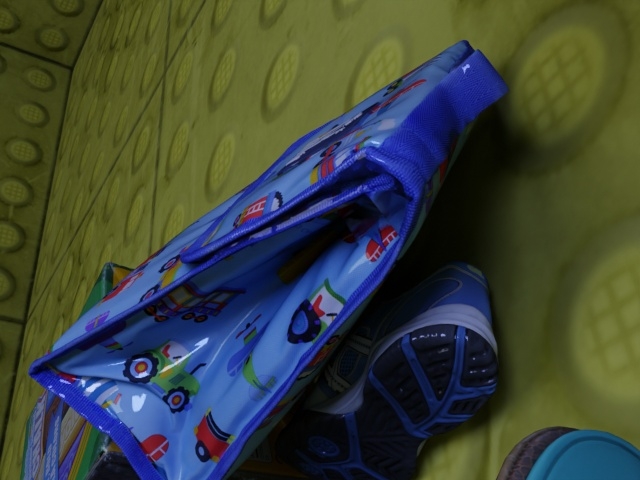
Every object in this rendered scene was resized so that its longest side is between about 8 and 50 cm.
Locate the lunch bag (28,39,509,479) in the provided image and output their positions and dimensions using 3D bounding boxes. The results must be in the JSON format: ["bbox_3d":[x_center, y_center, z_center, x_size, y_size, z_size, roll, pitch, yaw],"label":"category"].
[{"bbox_3d":[0.000,0.000,0.475,0.293,0.138,0.221,-41,4,31],"label":"lunch bag"}]

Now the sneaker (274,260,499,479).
[{"bbox_3d":[0.042,0.093,0.482,0.211,0.080,0.081,-47,14,42],"label":"sneaker"}]

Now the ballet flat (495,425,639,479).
[{"bbox_3d":[0.105,0.238,0.246,0.124,0.116,0.342,109,156,-49],"label":"ballet flat"}]

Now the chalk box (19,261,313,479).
[{"bbox_3d":[-0.147,0.194,0.651,0.289,0.180,0.179,-53,33,32],"label":"chalk box"}]
